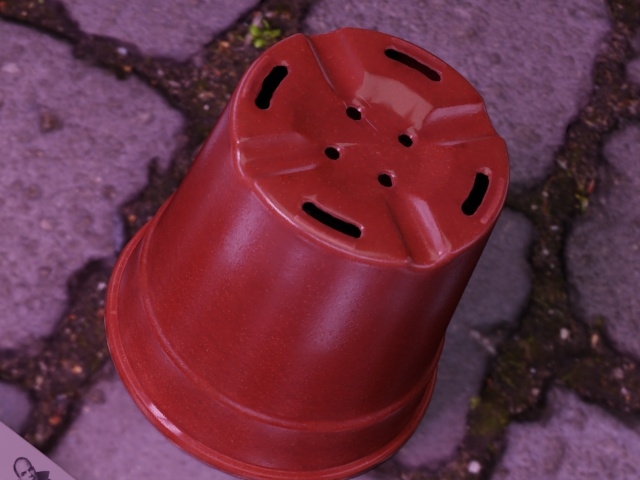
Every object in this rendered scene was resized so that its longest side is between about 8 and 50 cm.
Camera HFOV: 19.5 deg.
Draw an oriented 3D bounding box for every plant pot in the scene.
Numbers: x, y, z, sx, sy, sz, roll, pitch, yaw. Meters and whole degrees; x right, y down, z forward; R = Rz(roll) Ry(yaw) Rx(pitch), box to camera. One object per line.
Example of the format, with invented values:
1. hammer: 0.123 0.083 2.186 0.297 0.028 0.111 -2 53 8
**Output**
1. plant pot: 0.000 0.000 1.365 0.272 0.265 0.272 9 54 -13

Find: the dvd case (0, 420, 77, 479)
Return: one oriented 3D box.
1. dvd case: -0.241 0.200 1.230 0.239 0.029 0.179 42 49 -23
